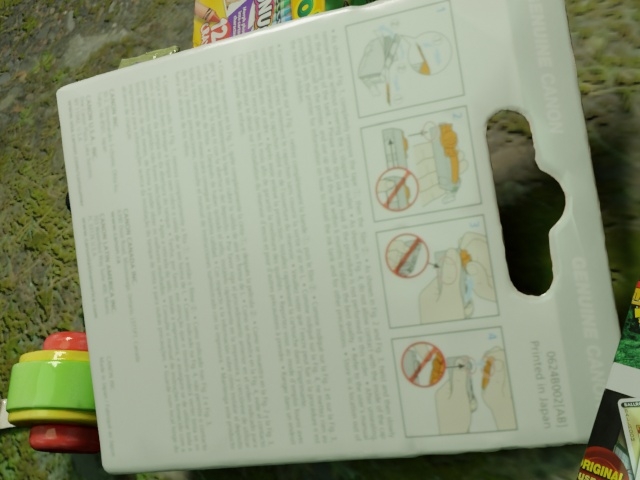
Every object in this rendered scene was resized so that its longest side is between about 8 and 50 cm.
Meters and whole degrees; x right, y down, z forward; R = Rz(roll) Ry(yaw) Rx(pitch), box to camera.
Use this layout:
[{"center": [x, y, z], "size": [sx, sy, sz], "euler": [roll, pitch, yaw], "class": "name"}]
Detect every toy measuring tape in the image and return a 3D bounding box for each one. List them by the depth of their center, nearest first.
[{"center": [-0.287, 0.158, 0.733], "size": [0.330, 0.121, 0.121], "euler": [-14, 64, 35], "class": "toy measuring tape"}]

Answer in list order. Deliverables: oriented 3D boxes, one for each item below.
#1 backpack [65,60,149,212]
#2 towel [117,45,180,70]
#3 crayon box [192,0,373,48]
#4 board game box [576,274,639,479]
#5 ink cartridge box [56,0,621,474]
[{"center": [-0.176, -0.086, 0.742], "size": [0.152, 0.115, 0.182], "euler": [28, 88, 46], "class": "backpack"}, {"center": [-0.216, -0.158, 0.864], "size": [0.110, 0.027, 0.148], "euler": [0, 71, 39], "class": "towel"}, {"center": [-0.037, -0.187, 0.689], "size": [0.165, 0.081, 0.278], "euler": [-18, 62, 34], "class": "crayon box"}, {"center": [0.232, 0.101, 0.270], "size": [0.260, 0.030, 0.136], "euler": [13, 79, 43], "class": "board game box"}, {"center": [0.000, 0.000, 0.539], "size": [0.385, 0.091, 0.308], "euler": [-9, 85, 19], "class": "ink cartridge box"}]
